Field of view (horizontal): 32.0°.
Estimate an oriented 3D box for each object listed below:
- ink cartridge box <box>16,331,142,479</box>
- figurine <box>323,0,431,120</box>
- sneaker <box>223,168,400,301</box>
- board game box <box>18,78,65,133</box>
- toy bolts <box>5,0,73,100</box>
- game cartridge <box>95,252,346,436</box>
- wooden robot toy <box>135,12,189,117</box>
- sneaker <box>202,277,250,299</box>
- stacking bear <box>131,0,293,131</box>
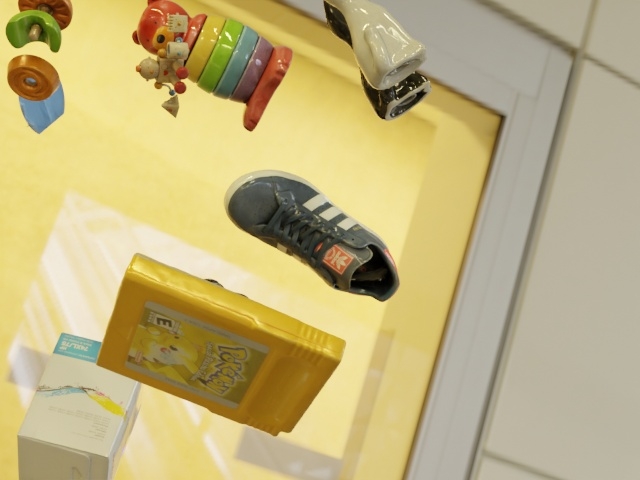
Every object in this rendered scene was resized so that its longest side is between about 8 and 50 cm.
[{"bbox_3d":[-0.504,0.377,2.374,0.197,0.270,0.198,15,-42,-1],"label":"ink cartridge box"},{"bbox_3d":[0.061,-0.299,1.609,0.209,0.092,0.215,55,-1,15],"label":"figurine"},{"bbox_3d":[0.000,0.000,1.866,0.350,0.131,0.148,25,19,-31],"label":"sneaker"},{"bbox_3d":[-0.631,-0.318,2.478,0.033,0.169,0.133,-3,-60,22],"label":"board game box"},{"bbox_3d":[-0.580,-0.399,2.113,0.228,0.158,0.218,9,-41,-1],"label":"toy bolts"},{"bbox_3d":[-0.155,0.167,1.640,0.323,0.053,0.285,24,-38,-4],"label":"game cartridge"},{"bbox_3d":[-0.261,-0.285,1.827,0.079,0.173,0.076,0,28,-22],"label":"wooden robot toy"},{"bbox_3d":[-0.186,0.118,2.055,0.217,0.079,0.121,-7,-24,-45],"label":"sneaker"},{"bbox_3d":[-0.217,-0.365,2.153,0.289,0.164,0.175,26,-61,-12],"label":"stacking bear"}]
